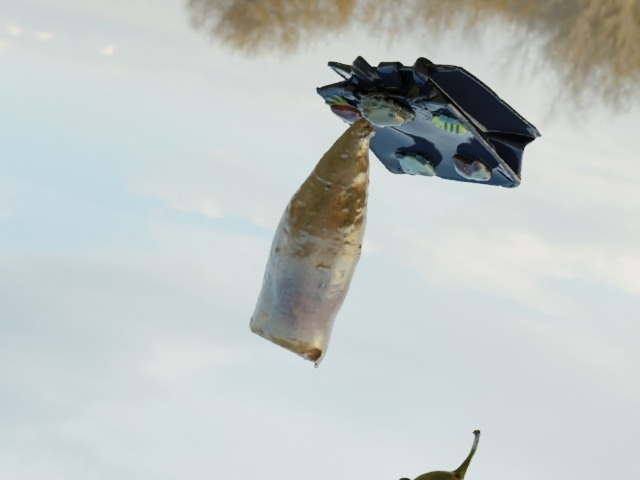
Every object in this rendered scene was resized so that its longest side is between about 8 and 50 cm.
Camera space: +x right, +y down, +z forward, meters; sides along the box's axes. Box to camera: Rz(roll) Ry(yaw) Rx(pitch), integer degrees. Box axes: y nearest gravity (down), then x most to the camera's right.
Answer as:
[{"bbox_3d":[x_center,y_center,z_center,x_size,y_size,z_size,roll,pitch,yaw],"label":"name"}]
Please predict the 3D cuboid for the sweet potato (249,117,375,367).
[{"bbox_3d":[-0.002,-0.001,1.610,0.131,0.336,0.131,14,-157,-6],"label":"sweet potato"}]

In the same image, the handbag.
[{"bbox_3d":[0.187,-0.212,2.187,0.303,0.122,0.329,9,164,41],"label":"handbag"}]

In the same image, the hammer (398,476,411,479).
[{"bbox_3d":[0.155,0.513,2.014,0.103,0.246,0.029,-7,174,35],"label":"hammer"}]

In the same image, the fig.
[{"bbox_3d":[0.270,0.497,2.567,0.124,0.236,0.124,32,157,16],"label":"fig"}]
